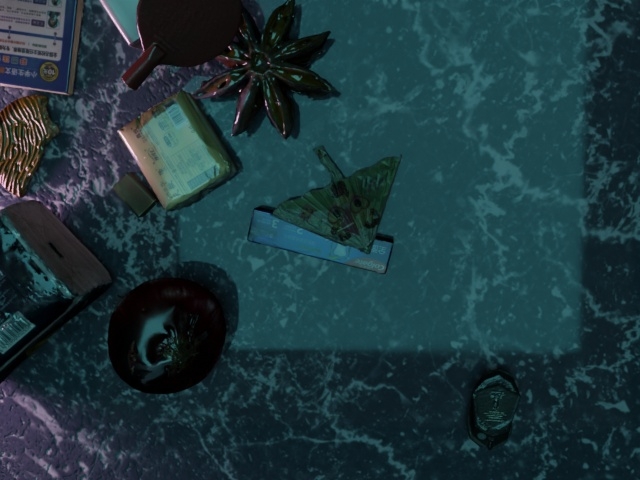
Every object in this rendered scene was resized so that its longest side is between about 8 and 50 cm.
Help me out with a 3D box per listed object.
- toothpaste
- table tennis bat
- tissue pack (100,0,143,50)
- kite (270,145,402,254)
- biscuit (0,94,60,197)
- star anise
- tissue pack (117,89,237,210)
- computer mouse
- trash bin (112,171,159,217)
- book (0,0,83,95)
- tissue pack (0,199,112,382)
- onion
[{"bbox_3d":[0.000,-0.001,1.768,0.321,0.066,0.076,14,98,3],"label":"toothpaste"},{"bbox_3d":[-0.294,-0.430,1.613,0.310,0.038,0.200,-43,118,15],"label":"table tennis bat"},{"bbox_3d":[-0.324,-0.529,1.685,0.246,0.159,0.136,-31,95,7],"label":"tissue pack"},{"bbox_3d":[0.050,-0.090,1.737,0.323,0.013,0.267,-22,79,-4],"label":"kite"},{"bbox_3d":[-0.684,-0.214,1.820,0.176,0.031,0.228,-6,96,7],"label":"biscuit"},{"bbox_3d":[-0.125,-0.375,1.708,0.332,0.117,0.331,0,89,2],"label":"star anise"},{"bbox_3d":[-0.316,-0.197,1.759,0.186,0.090,0.222,-33,95,6],"label":"tissue pack"},{"bbox_3d":[0.387,0.374,1.782,0.106,0.062,0.192,7,104,3],"label":"computer mouse"},{"bbox_3d":[-0.421,-0.106,1.806,0.061,0.043,0.092,-43,88,9],"label":"trash bin"},{"bbox_3d":[-0.678,-0.558,1.771,0.300,0.039,0.427,10,98,4],"label":"book"},{"bbox_3d":[-0.719,0.144,1.756,0.416,0.253,0.264,-41,93,9],"label":"tissue pack"},{"bbox_3d":[-0.353,0.200,1.775,0.273,0.285,0.273,-13,116,-28],"label":"onion"}]
